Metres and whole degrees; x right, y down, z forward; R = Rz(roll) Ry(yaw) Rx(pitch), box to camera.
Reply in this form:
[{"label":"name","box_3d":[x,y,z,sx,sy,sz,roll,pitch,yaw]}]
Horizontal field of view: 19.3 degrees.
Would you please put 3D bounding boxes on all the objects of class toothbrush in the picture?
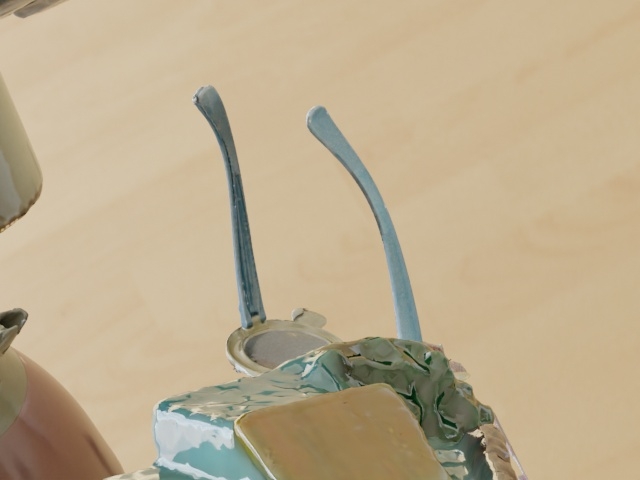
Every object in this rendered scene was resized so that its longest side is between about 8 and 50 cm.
[{"label":"toothbrush","box_3d":[0.179,0.198,1.786,0.008,0.006,0.097,-14,44,-9]}]

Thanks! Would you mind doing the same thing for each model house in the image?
[{"label":"model house","box_3d":[0.055,0.198,0.776,0.230,0.249,0.281,-12,100,-35]}]

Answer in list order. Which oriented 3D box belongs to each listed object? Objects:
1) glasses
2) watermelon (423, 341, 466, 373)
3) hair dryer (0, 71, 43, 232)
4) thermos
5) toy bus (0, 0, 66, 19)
[{"label":"glasses","box_3d":[-0.023,0.015,1.194,0.088,0.220,0.189,-40,33,-22]},{"label":"watermelon","box_3d":[0.094,0.146,1.931,0.071,0.139,0.187,44,45,-11]},{"label":"hair dryer","box_3d":[-0.306,-0.029,0.854,0.128,0.203,0.362,10,38,47]},{"label":"thermos","box_3d":[-0.259,0.153,1.406,0.176,0.265,0.146,-35,56,-9]},{"label":"toy bus","box_3d":[-0.130,-0.204,1.082,0.092,0.268,0.106,-22,100,34]}]
